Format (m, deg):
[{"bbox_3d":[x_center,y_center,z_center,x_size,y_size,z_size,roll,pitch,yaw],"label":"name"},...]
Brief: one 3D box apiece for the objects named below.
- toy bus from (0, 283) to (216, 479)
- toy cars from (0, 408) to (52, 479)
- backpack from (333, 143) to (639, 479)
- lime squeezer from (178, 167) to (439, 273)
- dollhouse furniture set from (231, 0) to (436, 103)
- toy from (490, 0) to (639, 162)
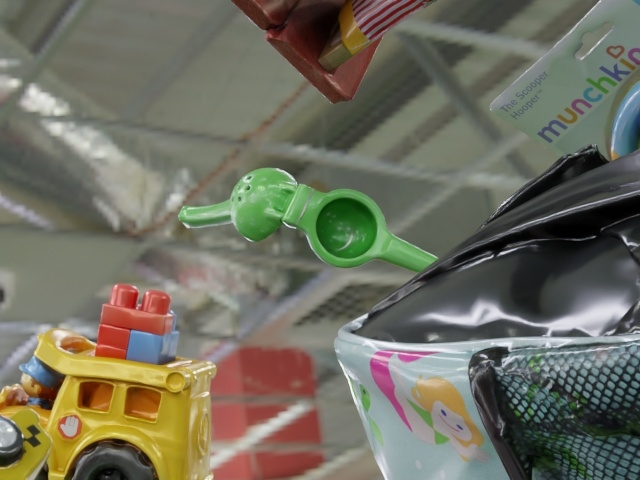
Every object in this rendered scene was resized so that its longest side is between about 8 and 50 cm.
[{"bbox_3d":[-0.202,0.141,1.449,0.220,0.211,0.149,7,3,11],"label":"toy bus"},{"bbox_3d":[-0.229,0.150,0.844,0.176,0.087,0.393,-48,-15,-8],"label":"toy cars"},{"bbox_3d":[0.136,0.044,0.431,0.225,0.191,0.253,-21,9,-34],"label":"backpack"},{"bbox_3d":[0.000,0.000,1.171,0.310,0.059,0.110,14,-35,30],"label":"lime squeezer"},{"bbox_3d":[0.072,-0.288,1.205,0.201,0.374,0.152,-32,-69,34],"label":"dollhouse furniture set"},{"bbox_3d":[0.215,-0.027,0.796,0.237,0.056,0.137,32,-50,-17],"label":"toy"}]
